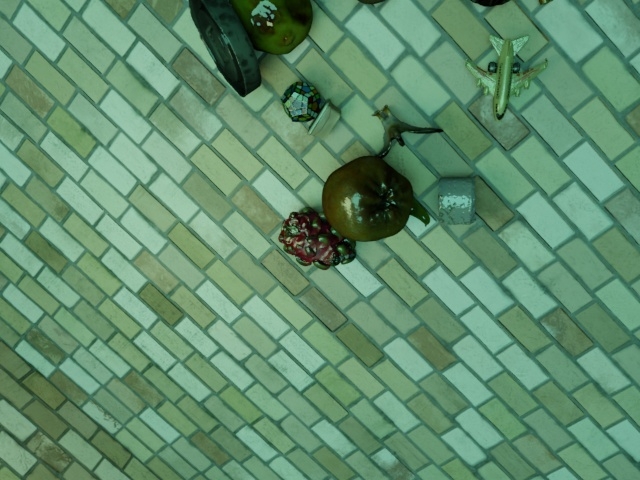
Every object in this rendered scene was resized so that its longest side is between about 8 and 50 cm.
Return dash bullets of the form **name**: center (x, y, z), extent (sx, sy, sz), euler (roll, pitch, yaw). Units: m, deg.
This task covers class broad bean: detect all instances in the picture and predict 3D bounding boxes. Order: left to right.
- **broad bean**: center (0.259, -0.158, 1.725), extent (0.060, 0.043, 0.297), euler (-41, 97, 12)

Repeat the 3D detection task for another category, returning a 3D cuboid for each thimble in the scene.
- **thimble**: center (0.436, -0.125, 1.654), extent (0.118, 0.127, 0.151), euler (0, 116, 14)

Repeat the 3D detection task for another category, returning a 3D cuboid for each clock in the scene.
- **clock**: center (-0.283, -0.586, 1.540), extent (0.067, 0.325, 0.324), euler (-32, 103, -11)

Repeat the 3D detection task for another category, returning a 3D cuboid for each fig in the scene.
- **fig**: center (-0.153, -0.687, 1.525), extent (0.240, 0.239, 0.270), euler (-27, 72, 20)

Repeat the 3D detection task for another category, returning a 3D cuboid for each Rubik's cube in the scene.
- **Rubik's cube**: center (-0.060, -0.439, 1.648), extent (0.133, 0.133, 0.111), euler (27, 139, 1)

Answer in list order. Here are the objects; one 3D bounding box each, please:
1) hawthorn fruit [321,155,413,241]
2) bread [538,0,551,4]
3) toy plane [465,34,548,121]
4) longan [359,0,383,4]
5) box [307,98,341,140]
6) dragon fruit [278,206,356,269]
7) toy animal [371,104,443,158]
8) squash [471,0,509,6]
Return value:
- **hawthorn fruit**: center (0.128, -0.128, 1.633), extent (0.301, 0.268, 0.267), euler (-1, 118, 59)
- **bread**: center (0.616, -0.699, 1.444), extent (0.036, 0.047, 0.083), euler (-12, 108, 48)
- **toy plane**: center (0.536, -0.473, 1.520), extent (0.229, 0.092, 0.244), euler (5, 112, 8)
- **longan**: center (0.154, -0.762, 1.452), extent (0.168, 0.167, 0.187), euler (17, 115, 5)
- **box**: center (0.015, -0.386, 1.669), extent (0.062, 0.089, 0.122), euler (30, 114, -12)
- **dragon fruit**: center (-0.005, 0.001, 1.760), extent (0.273, 0.198, 0.218), euler (20, 105, 3)
- **toy animal**: center (0.215, -0.331, 1.589), extent (0.273, 0.197, 0.160), euler (-31, 91, 16)
- **squash**: center (0.475, -0.734, 1.403), extent (0.193, 0.156, 0.193), euler (19, 133, 22)
